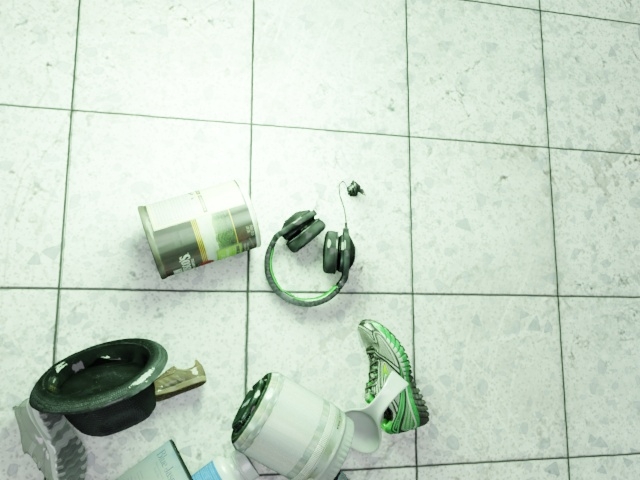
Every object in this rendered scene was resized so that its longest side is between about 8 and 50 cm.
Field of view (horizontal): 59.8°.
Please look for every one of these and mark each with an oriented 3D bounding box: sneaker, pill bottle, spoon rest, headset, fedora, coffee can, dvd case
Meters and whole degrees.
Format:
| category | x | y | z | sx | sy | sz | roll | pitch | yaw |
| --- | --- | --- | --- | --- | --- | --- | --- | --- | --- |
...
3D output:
| category | x | y | z | sx | sy | sz | roll | pitch | yaw |
| --- | --- | --- | --- | --- | --- | --- | --- | --- | --- |
| sneaker | 0.182 | 0.385 | 1.572 | 0.146 | 0.134 | 0.343 | -21 | 87 | -14 |
| pill bottle | -0.274 | 0.639 | 1.435 | 0.221 | 0.124 | 0.124 | -34 | 90 | -14 |
| spoon rest | 0.135 | 0.475 | 1.509 | 0.137 | 0.084 | 0.276 | 37 | 119 | 16 |
| sneaker | -0.679 | 0.516 | 1.396 | 0.115 | 0.105 | 0.281 | -18 | 90 | 19 |
| headset | 0.000 | 0.000 | 1.612 | 0.243 | 0.185 | 0.394 | 32 | 91 | -2 |
| fedora | -0.519 | 0.372 | 1.360 | 0.334 | 0.334 | 0.152 | -18 | 111 | -15 |
| coffee can | -0.321 | -0.035 | 1.487 | 0.275 | 0.201 | 0.201 | -19 | 86 | -15 |
| sneaker | -0.402 | 0.377 | 1.489 | 0.188 | 0.066 | 0.071 | -14 | 62 | -14 |
| dvd case | -0.445 | 0.641 | 1.388 | 0.253 | 0.180 | 0.022 | -34 | 134 | -15 |

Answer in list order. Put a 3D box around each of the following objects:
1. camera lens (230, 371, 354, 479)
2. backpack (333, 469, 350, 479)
| category | x | y | z | sx | sy | sz | roll | pitch | yaw |
| --- | --- | --- | --- | --- | --- | --- | --- | --- | --- |
| camera lens | -0.078 | 0.492 | 1.452 | 0.274 | 0.219 | 0.219 | 32 | 76 | -6 |
| backpack | 0.045 | 0.712 | 1.502 | 0.152 | 0.115 | 0.182 | -43 | 95 | -18 |
